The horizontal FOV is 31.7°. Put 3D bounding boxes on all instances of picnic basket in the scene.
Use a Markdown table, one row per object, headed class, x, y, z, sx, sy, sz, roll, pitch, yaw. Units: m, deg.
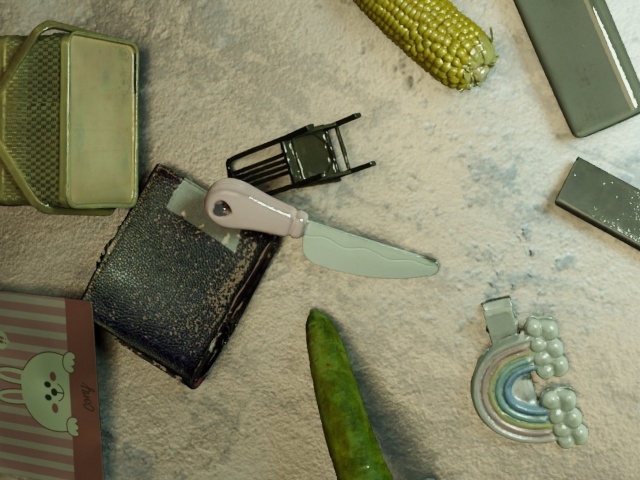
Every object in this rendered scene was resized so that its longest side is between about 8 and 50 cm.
| class | x | y | z | sx | sy | sz | roll | pitch | yaw |
| --- | --- | --- | --- | --- | --- | --- | --- | --- | --- |
| picnic basket | -0.358 | -0.167 | 1.581 | 0.139 | 0.165 | 0.266 | 3 | 94 | 28 |

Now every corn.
| class | x | y | z | sx | sy | sz | roll | pitch | yaw |
| --- | --- | --- | --- | --- | --- | --- | --- | --- | --- |
| corn | 0.123 | -0.301 | 1.498 | 0.091 | 0.091 | 0.260 | -43 | 79 | -14 |

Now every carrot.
| class | x | y | z | sx | sy | sz | roll | pitch | yaw |
| --- | --- | --- | --- | --- | --- | --- | --- | --- | --- |
| carrot | 0.036 | 0.244 | 1.514 | 0.074 | 0.074 | 0.358 | -27 | 59 | 15 |

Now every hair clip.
| class | x | y | z | sx | sy | sz | roll | pitch | yaw |
| --- | --- | --- | --- | --- | --- | --- | --- | --- | --- |
| hair clip | 0.270 | 0.186 | 1.529 | 0.140 | 0.054 | 0.220 | -15 | 95 | 9 |

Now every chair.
| class | x | y | z | sx | sy | sz | roll | pitch | yaw |
| --- | --- | --- | --- | --- | --- | --- | --- | --- | --- |
| chair | -0.034 | -0.109 | 1.570 | 0.212 | 0.101 | 0.084 | -16 | 90 | 52 |

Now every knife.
| class | x | y | z | sx | sy | sz | roll | pitch | yaw |
| --- | --- | --- | --- | --- | --- | --- | --- | --- | --- |
| knife | -0.002 | 0.002 | 1.552 | 0.336 | 0.043 | 0.081 | 22 | 125 | -4 |

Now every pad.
| class | x | y | z | sx | sy | sz | roll | pitch | yaw |
| --- | --- | --- | --- | --- | --- | --- | --- | --- | --- |
| pad | -0.418 | 0.225 | 1.693 | 0.202 | 0.005 | 0.299 | 5 | 104 | 22 |

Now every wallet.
| class | x | y | z | sx | sy | sz | roll | pitch | yaw |
| --- | --- | --- | --- | --- | --- | --- | --- | --- | --- |
| wallet | -0.207 | 0.052 | 1.633 | 0.221 | 0.071 | 0.262 | 31 | 98 | 15 |

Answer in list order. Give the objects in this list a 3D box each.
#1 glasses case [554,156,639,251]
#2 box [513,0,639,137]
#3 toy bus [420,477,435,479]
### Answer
| class | x | y | z | sx | sy | sz | roll | pitch | yaw |
| --- | --- | --- | --- | --- | --- | --- | --- | --- | --- |
| glasses case | 0.404 | -0.034 | 1.474 | 0.191 | 0.042 | 0.072 | 30 | 95 | 10 |
| box | 0.330 | -0.259 | 1.455 | 0.103 | 0.055 | 0.243 | -24 | 89 | 34 |
| toy bus | 0.154 | 0.495 | 1.537 | 0.112 | 0.138 | 0.317 | -22 | 88 | 17 |
